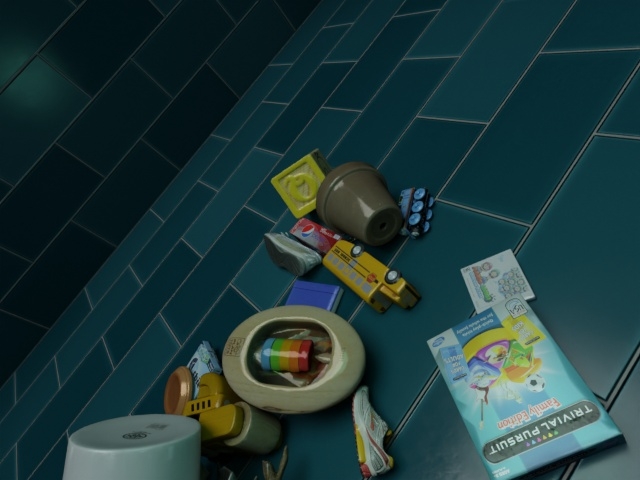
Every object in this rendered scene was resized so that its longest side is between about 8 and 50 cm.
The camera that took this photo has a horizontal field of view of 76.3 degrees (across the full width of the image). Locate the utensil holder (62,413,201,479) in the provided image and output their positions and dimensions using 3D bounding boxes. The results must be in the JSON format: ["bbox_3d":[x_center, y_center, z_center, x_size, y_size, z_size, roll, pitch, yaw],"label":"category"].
[{"bbox_3d":[-0.455,0.658,0.981,0.327,0.327,0.386,-6,80,38],"label":"utensil holder"}]

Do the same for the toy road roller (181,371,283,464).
[{"bbox_3d":[-0.281,0.523,1.243,0.329,0.202,0.241,-24,44,27],"label":"toy road roller"}]

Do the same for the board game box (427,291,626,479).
[{"bbox_3d":[0.421,0.316,0.896,0.253,0.079,0.336,-34,41,15],"label":"board game box"}]

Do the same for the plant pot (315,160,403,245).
[{"bbox_3d":[0.147,-0.098,1.339,0.263,0.263,0.229,-44,43,3],"label":"plant pot"}]

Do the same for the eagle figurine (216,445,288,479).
[{"bbox_3d":[-0.212,0.693,1.045,0.298,0.226,0.225,-32,82,26],"label":"eagle figurine"}]

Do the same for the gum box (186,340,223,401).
[{"bbox_3d":[-0.447,0.496,1.511,0.184,0.041,0.157,-56,39,6],"label":"gum box"}]

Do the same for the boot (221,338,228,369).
[{"bbox_3d":[-0.331,0.425,1.496,0.121,0.045,0.099,16,76,49],"label":"boot"}]

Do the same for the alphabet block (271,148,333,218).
[{"bbox_3d":[-0.050,-0.229,1.618,0.193,0.192,0.197,-32,12,19],"label":"alphabet block"}]

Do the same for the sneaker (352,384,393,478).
[{"bbox_3d":[0.131,0.476,1.031,0.092,0.088,0.225,-9,43,2],"label":"sneaker"}]

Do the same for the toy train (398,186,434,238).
[{"bbox_3d":[0.306,-0.091,1.337,0.105,0.080,0.184,-12,52,46],"label":"toy train"}]

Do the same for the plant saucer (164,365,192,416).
[{"bbox_3d":[-0.530,0.567,1.503,0.200,0.037,0.200,-22,61,46],"label":"plant saucer"}]

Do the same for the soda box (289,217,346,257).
[{"bbox_3d":[0.000,0.000,1.512,0.083,0.092,0.263,-52,40,-7],"label":"soda box"}]

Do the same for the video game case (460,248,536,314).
[{"bbox_3d":[0.462,0.112,1.073,0.143,0.019,0.157,-27,43,22],"label":"video game case"}]

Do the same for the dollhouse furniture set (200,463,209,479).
[{"bbox_3d":[-0.442,0.787,1.254,0.129,0.129,0.184,-11,27,36],"label":"dollhouse furniture set"}]

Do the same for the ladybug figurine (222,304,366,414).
[{"bbox_3d":[-0.077,0.347,1.183,0.449,0.162,0.305,1,59,23],"label":"ladybug figurine"}]

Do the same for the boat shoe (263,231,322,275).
[{"bbox_3d":[-0.120,0.041,1.584,0.103,0.118,0.320,-22,26,-29],"label":"boat shoe"}]

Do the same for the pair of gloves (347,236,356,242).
[{"bbox_3d":[0.120,-0.030,1.497,0.074,0.010,0.083,-37,42,7],"label":"pair of gloves"}]

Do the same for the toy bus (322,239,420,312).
[{"bbox_3d":[0.151,0.113,1.275,0.130,0.108,0.332,-49,40,-2],"label":"toy bus"}]

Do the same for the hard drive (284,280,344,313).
[{"bbox_3d":[-0.065,0.292,1.370,0.210,0.040,0.319,2,60,42],"label":"hard drive"}]
